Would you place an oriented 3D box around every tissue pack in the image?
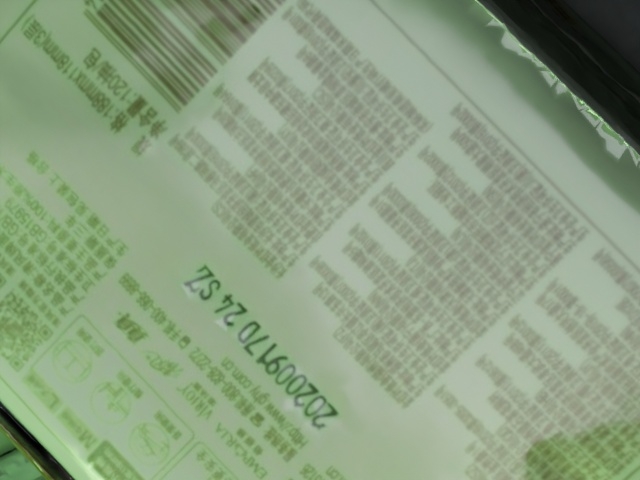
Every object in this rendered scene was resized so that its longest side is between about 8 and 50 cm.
[{"bbox_3d":[0.000,0.000,0.538,0.225,0.124,0.185,45,107,4],"label":"tissue pack"}]
